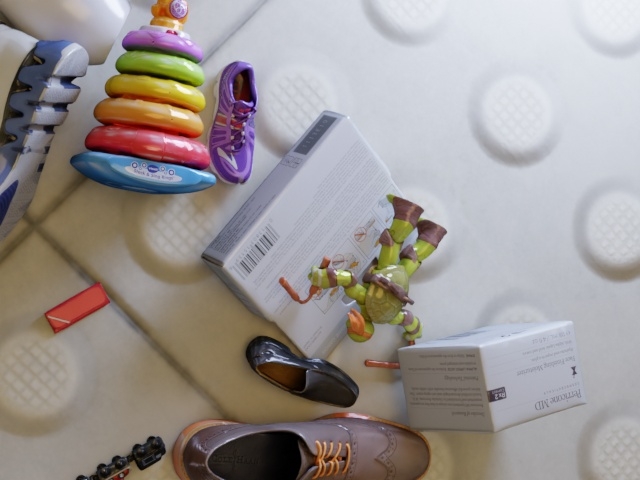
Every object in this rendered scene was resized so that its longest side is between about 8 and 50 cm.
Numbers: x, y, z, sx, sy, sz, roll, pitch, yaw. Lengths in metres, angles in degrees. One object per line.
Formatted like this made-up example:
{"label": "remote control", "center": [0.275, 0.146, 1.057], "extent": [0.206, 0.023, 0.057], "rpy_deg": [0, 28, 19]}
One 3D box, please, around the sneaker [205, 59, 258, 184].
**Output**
{"label": "sneaker", "center": [-0.115, -0.160, 1.869], "extent": [0.068, 0.071, 0.170], "rpy_deg": [0, 88, -20]}

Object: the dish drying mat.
{"label": "dish drying mat", "center": [-0.318, 0.088, 1.818], "extent": [0.083, 0.008, 0.032], "rpy_deg": [-30, 97, -18]}

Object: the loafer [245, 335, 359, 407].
{"label": "loafer", "center": [-0.024, 0.191, 1.881], "extent": [0.170, 0.061, 0.062], "rpy_deg": [23, 111, -13]}

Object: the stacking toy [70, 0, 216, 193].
{"label": "stacking toy", "center": [-0.206, -0.213, 1.781], "extent": [0.175, 0.165, 0.302], "rpy_deg": [11, 87, -19]}

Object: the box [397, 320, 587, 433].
{"label": "box", "center": [0.233, 0.186, 1.899], "extent": [0.181, 0.182, 0.119], "rpy_deg": [-11, 91, -36]}

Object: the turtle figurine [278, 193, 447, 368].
{"label": "turtle figurine", "center": [0.080, 0.051, 1.892], "extent": [0.269, 0.087, 0.217], "rpy_deg": [34, 78, -32]}

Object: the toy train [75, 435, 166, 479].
{"label": "toy train", "center": [-0.273, 0.307, 1.815], "extent": [0.158, 0.027, 0.036], "rpy_deg": [-28, 107, -19]}

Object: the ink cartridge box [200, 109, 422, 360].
{"label": "ink cartridge box", "center": [0.000, 0.000, 1.912], "extent": [0.275, 0.060, 0.239], "rpy_deg": [-51, 128, -15]}

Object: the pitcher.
{"label": "pitcher", "center": [-0.343, -0.330, 1.779], "extent": [0.207, 0.125, 0.178], "rpy_deg": [27, 58, -11]}

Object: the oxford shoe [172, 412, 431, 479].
{"label": "oxford shoe", "center": [-0.006, 0.300, 1.852], "extent": [0.363, 0.132, 0.130], "rpy_deg": [0, 87, -20]}

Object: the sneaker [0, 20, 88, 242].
{"label": "sneaker", "center": [-0.435, -0.141, 1.736], "extent": [0.182, 0.127, 0.316], "rpy_deg": [30, 96, 12]}
